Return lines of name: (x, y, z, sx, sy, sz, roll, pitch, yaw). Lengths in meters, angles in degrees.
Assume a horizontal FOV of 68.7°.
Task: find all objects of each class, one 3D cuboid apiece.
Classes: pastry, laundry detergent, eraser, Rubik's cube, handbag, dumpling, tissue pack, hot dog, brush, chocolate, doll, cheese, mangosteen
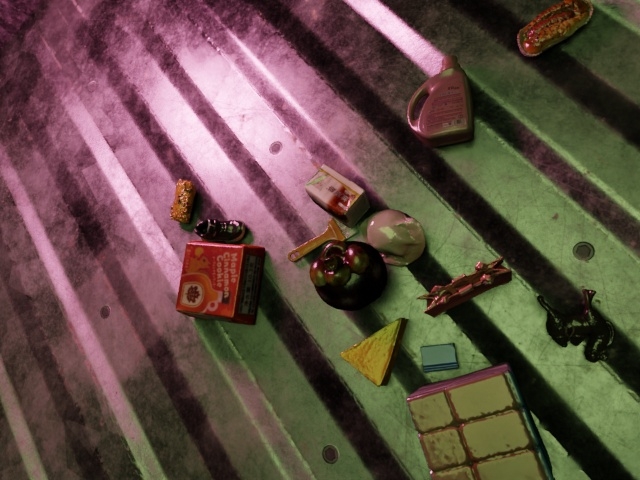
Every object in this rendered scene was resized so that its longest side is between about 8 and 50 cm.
pastry: (-0.444, -0.128, 1.520, 0.080, 0.056, 0.140, 14, 91, 31)
laundry detergent: (0.316, -0.373, 1.256, 0.171, 0.076, 0.236, -8, 76, 20)
eraser: (0.292, 0.288, 1.150, 0.085, 0.027, 0.063, -12, 73, 19)
Rubik's cube: (0.339, 0.404, 0.998, 0.222, 0.231, 0.224, -23, 73, 17)
handbag: (0.338, 0.109, 1.098, 0.213, 0.157, 0.059, -29, 70, 15)
dumpling: (0.185, -0.007, 1.228, 0.177, 0.092, 0.150, 0, 93, 14)
tissue pack: (0.047, -0.120, 1.287, 0.149, 0.106, 0.099, 37, 82, 25)
hot dog: (0.597, -0.546, 1.193, 0.192, 0.053, 0.099, -30, 73, 16)
brush: (0.000, 0.000, 1.335, 0.218, 0.010, 0.082, -32, 69, 10)
chocolate: (-0.300, 0.118, 1.381, 0.235, 0.108, 0.237, 5, 79, 21)
doll: (0.575, 0.191, 1.045, 0.139, 0.057, 0.165, -14, 79, 16)
cheese: (0.158, 0.260, 1.174, 0.126, 0.093, 0.171, 37, 93, 27)
mangosteen: (0.061, 0.078, 1.177, 0.194, 0.230, 0.194, -17, 55, 26)

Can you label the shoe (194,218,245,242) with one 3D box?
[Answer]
shoe: (-0.316, -0.035, 1.423, 0.169, 0.099, 0.071, -5, 74, 20)
